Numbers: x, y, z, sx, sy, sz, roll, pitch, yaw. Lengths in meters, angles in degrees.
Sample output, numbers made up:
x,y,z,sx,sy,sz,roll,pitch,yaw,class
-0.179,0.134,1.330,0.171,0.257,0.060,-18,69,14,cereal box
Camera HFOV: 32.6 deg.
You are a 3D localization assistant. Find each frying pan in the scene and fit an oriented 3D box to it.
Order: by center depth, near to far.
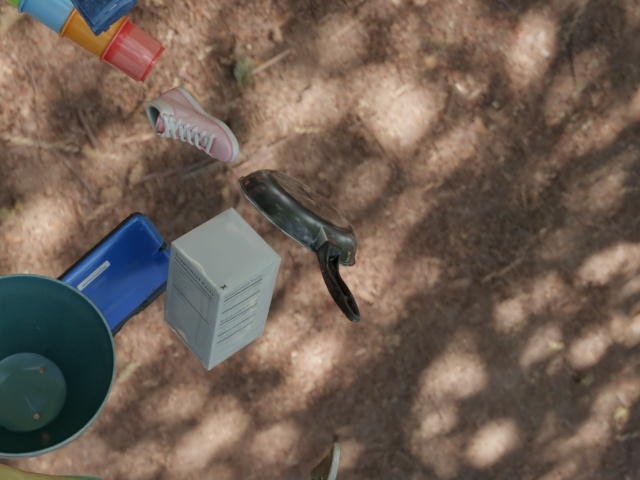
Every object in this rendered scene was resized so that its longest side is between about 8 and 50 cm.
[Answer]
x,y,z,sx,sy,sz,roll,pitch,yaw,class
-0.024,-0.017,1.420,0.197,0.326,0.053,35,102,-10,frying pan

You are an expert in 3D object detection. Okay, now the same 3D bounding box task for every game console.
x,y,z,sx,sy,sz,roll,pitch,yaw,class
-0.422,0.097,2.074,0.293,0.173,0.250,-44,130,-17,game console

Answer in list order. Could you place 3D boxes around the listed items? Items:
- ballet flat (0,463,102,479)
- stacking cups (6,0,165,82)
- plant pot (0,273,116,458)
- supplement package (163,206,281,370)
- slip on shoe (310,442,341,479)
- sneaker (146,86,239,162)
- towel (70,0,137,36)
x,y,z,sx,sy,sz,roll,pitch,yaw,class
-0.177,0.158,0.584,0.080,0.073,0.232,-35,151,18,ballet flat
-0.360,-0.320,1.473,0.316,0.096,0.096,35,111,-14,stacking cups
-0.482,0.222,1.768,0.290,0.290,0.195,-11,161,-17,plant pot
-0.173,0.086,1.883,0.134,0.139,0.244,-32,157,-30,supplement package
0.003,0.403,1.886,0.041,0.051,0.135,15,123,-2,slip on shoe
-0.169,-0.139,1.394,0.070,0.134,0.051,-29,155,-41,sneaker
-0.255,-0.289,1.187,0.067,0.119,0.029,-36,-179,24,towel
